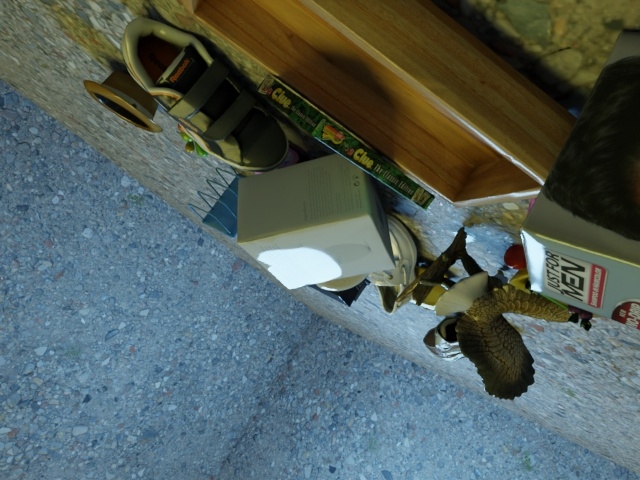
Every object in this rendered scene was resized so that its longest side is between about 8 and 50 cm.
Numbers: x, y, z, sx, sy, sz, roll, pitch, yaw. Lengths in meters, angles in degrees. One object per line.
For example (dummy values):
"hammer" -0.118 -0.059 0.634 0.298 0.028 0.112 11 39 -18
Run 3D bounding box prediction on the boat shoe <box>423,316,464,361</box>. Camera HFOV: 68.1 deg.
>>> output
"boat shoe" 0.390 0.265 1.346 0.120 0.122 0.324 39 158 -10

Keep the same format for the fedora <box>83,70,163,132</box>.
"fedora" -0.442 -0.329 1.098 0.194 0.079 0.194 26 171 4

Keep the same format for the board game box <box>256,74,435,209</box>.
"board game box" 0.043 -0.121 0.626 0.260 0.030 0.136 22 -164 -49

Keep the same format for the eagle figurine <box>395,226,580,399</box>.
"eagle figurine" 0.317 0.120 0.812 0.298 0.225 0.226 41 158 8

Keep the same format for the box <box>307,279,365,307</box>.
"box" 0.043 0.073 1.299 0.156 0.158 0.093 23 165 31

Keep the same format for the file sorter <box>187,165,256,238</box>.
"file sorter" -0.239 -0.117 1.227 0.118 0.170 0.104 24 161 30

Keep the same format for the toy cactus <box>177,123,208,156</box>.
"toy cactus" -0.266 -0.262 0.955 0.180 0.112 0.219 48 174 14

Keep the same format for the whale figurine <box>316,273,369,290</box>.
"whale figurine" 0.000 0.000 1.097 0.272 0.216 0.141 28 -153 -23

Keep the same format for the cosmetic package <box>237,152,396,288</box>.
"cosmetic package" -0.002 -0.028 0.858 0.225 0.138 0.224 -13 151 13

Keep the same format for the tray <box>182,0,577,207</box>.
"tray" 0.047 -0.183 0.489 0.411 0.076 0.203 33 174 -10

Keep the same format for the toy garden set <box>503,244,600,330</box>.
"toy garden set" 0.341 0.044 0.496 0.204 0.049 0.244 26 152 -28

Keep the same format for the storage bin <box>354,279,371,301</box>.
"storage bin" 0.092 0.150 1.627 0.098 0.091 0.135 39 165 -27

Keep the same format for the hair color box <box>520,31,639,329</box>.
"hair color box" 0.342 -0.001 0.273 0.374 0.185 0.113 22 165 36

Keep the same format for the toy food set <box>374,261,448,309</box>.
"toy food set" 0.229 0.084 1.146 0.218 0.071 0.128 19 138 39

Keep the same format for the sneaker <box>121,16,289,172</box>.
"sneaker" -0.189 -0.230 0.778 0.321 0.126 0.127 35 172 -8

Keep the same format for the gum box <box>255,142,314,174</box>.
"gum box" -0.075 -0.150 0.954 0.188 0.062 0.107 33 167 -6

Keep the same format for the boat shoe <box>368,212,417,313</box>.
"boat shoe" 0.150 0.061 1.032 0.098 0.096 0.277 19 144 39

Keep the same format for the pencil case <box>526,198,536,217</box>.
"pencil case" 0.295 -0.014 0.552 0.098 0.095 0.209 60 -175 34

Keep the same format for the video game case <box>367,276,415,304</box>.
"video game case" 0.217 0.131 1.420 0.212 0.023 0.193 35 167 -9
